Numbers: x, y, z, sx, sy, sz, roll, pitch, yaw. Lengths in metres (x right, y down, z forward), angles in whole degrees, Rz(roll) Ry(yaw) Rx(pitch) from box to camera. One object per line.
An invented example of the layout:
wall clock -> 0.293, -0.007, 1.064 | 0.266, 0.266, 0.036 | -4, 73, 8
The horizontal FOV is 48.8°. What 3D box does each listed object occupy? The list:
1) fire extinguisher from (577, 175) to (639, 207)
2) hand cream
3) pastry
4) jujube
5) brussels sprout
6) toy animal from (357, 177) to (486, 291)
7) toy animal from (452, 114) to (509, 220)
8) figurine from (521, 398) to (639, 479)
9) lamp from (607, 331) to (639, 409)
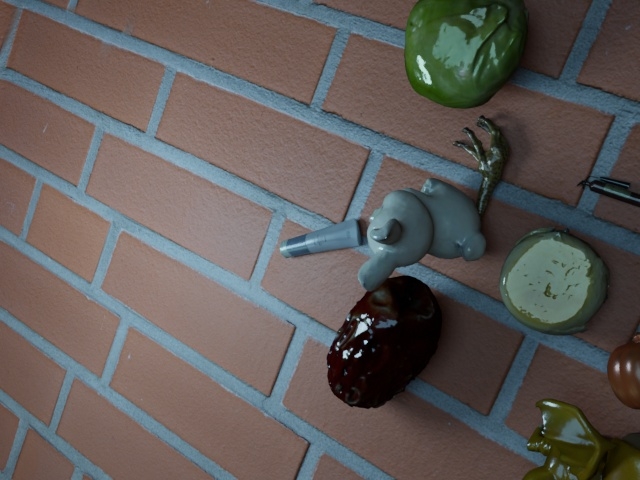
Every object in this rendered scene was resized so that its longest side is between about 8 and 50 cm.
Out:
fire extinguisher -> 0.699, -0.122, 1.671 | 0.173, 0.035, 0.049 | 23, 103, 24
hand cream -> 0.000, 0.000, 2.038 | 0.255, 0.048, 0.080 | -13, 88, 25
pastry -> 0.558, 0.098, 1.684 | 0.264, 0.133, 0.265 | -1, 89, 27
jujube -> 0.164, 0.270, 1.829 | 0.258, 0.258, 0.377 | 32, 109, 25
brussels sprout -> 0.351, -0.488, 1.756 | 0.327, 0.247, 0.328 | 0, 92, 13
toy animal -> 0.233, -0.009, 1.721 | 0.241, 0.367, 0.196 | 39, 130, 39
toy animal -> 0.419, -0.182, 1.814 | 0.149, 0.054, 0.276 | -12, 84, 30
figurine -> 0.632, 0.578, 1.561 | 0.387, 0.268, 0.401 | 3, 79, 42
lamp -> 0.730, 0.281, 1.559 | 0.187, 0.187, 0.164 | -20, 83, 26
